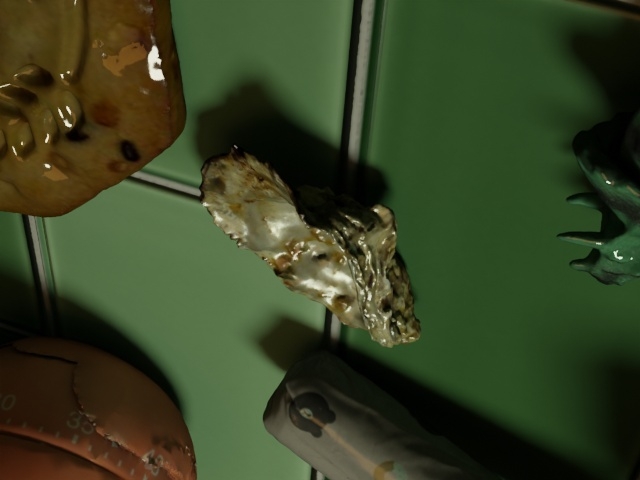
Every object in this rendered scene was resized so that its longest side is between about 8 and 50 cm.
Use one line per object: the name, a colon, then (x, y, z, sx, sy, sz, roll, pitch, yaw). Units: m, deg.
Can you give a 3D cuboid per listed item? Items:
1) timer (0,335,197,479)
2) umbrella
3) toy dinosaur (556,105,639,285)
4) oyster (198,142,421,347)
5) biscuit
timer: (-0.208, 0.194, 0.954, 0.230, 0.214, 0.229, 14, 146, 10)
umbrella: (0.110, 0.194, 0.856, 0.337, 0.067, 0.073, 36, 144, 4)
toy dinosaur: (0.210, -0.052, 0.565, 0.120, 0.079, 0.292, 35, 137, -14)
oyster: (0.004, 0.005, 0.753, 0.177, 0.056, 0.105, 43, 149, -20)
biscuit: (-0.240, -0.144, 0.722, 0.359, 0.046, 0.359, 14, 139, 12)
